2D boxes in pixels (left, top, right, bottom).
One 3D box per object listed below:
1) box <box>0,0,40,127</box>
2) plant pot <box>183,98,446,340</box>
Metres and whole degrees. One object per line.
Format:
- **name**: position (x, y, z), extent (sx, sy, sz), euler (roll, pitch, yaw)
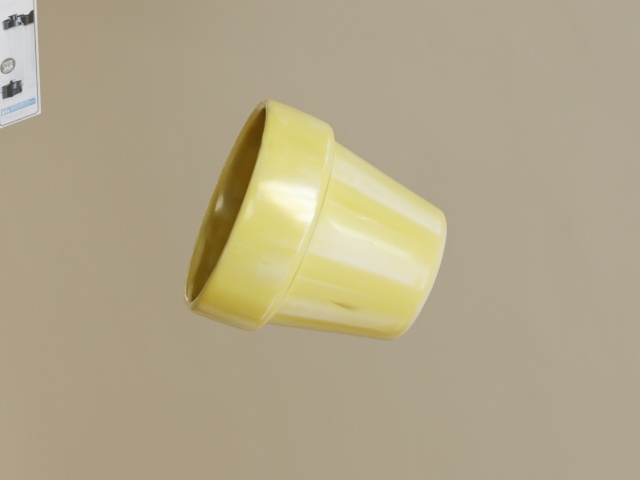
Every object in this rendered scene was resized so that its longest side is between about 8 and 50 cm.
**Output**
- **box**: position (-0.520, -0.341, 2.239), extent (0.169, 0.087, 0.290), euler (33, -46, 35)
- **plant pot**: position (0.000, 0.000, 1.620), extent (0.254, 0.239, 0.254), euler (-159, -90, -77)
